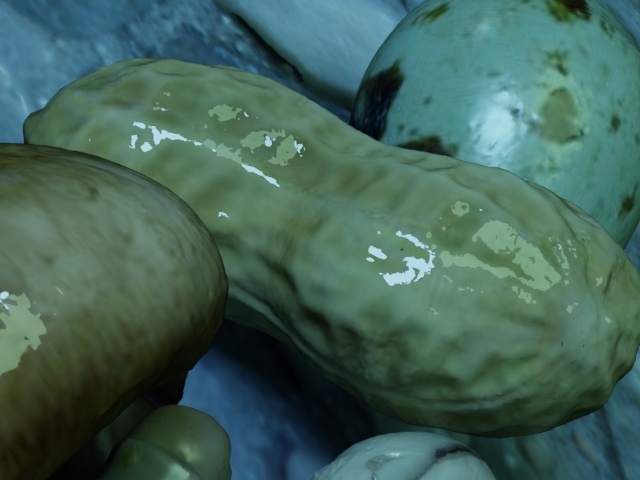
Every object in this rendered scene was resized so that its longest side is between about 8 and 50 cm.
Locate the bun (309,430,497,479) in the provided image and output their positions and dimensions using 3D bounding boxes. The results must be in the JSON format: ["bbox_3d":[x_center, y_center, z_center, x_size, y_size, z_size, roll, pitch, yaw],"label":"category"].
[{"bbox_3d":[0.019,0.150,0.650,0.138,0.094,0.138,-3,93,-55],"label":"bun"}]

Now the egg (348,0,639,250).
[{"bbox_3d":[0.096,-0.039,0.813,0.169,0.169,0.231,28,60,-25],"label":"egg"}]

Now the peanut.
[{"bbox_3d":[0.000,0.000,0.677,0.298,0.120,0.136,22,7,12],"label":"peanut"}]

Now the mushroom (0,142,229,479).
[{"bbox_3d":[-0.154,0.060,0.430,0.146,0.278,0.278,58,37,-9],"label":"mushroom"}]

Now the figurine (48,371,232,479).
[{"bbox_3d":[-0.028,0.204,0.473,0.206,0.218,0.365,6,45,-2],"label":"figurine"}]
